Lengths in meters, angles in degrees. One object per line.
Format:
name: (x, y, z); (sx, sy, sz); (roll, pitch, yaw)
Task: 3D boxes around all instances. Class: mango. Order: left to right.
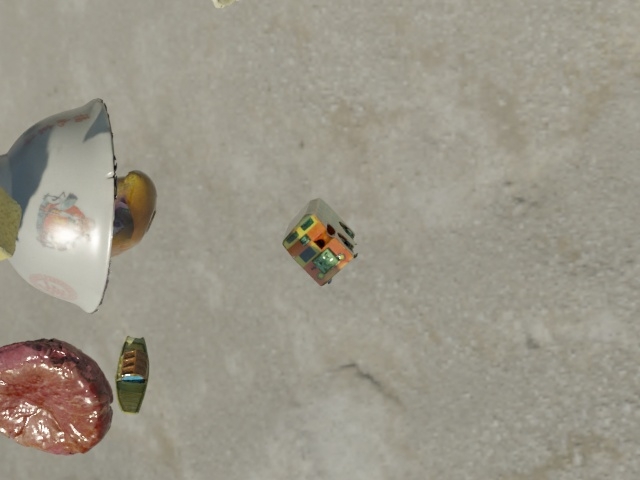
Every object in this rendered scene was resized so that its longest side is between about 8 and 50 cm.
mango: (-0.452, -0.045, 2.153); (0.287, 0.201, 0.152); (-23, 80, 63)

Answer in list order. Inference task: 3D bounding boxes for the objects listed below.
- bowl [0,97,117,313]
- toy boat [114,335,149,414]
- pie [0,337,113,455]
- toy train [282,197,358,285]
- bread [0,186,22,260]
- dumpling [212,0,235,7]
bowl: (-0.429, -0.056, 1.579); (0.345, 0.157, 0.345); (-178, 90, -66)
toy boat: (-0.356, 0.257, 1.922); (0.066, 0.065, 0.172); (117, 157, -48)
pie: (-0.291, 0.168, 1.071); (0.038, 0.154, 0.153); (-72, -9, -64)
toy train: (0.000, 0.000, 1.502); (0.072, 0.099, 0.188); (-46, 8, 11)
bread: (-0.424, -0.013, 1.227); (0.084, 0.109, 0.080); (56, -154, -54)
dumpling: (-0.133, -0.473, 1.614); (0.111, 0.155, 0.181); (48, 140, 34)
